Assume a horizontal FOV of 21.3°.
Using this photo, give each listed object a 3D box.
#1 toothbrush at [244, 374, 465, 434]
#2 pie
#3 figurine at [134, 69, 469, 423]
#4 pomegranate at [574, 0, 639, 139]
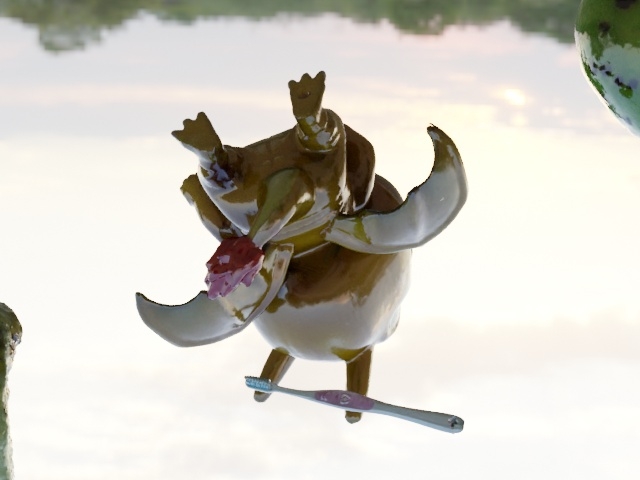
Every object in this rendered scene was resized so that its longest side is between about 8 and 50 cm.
[{"bbox_3d":[0.028,0.142,1.491,0.204,0.017,0.022,11,162,17],"label":"toothbrush"},{"bbox_3d":[-0.318,0.178,1.542,0.078,0.277,0.277,3,-172,-16],"label":"pie"},{"bbox_3d":[-0.035,0.012,2.039,0.401,0.387,0.268,-34,-132,-10],"label":"figurine"},{"bbox_3d":[0.322,-0.174,1.487,0.211,0.211,0.263,0,173,-5],"label":"pomegranate"}]
